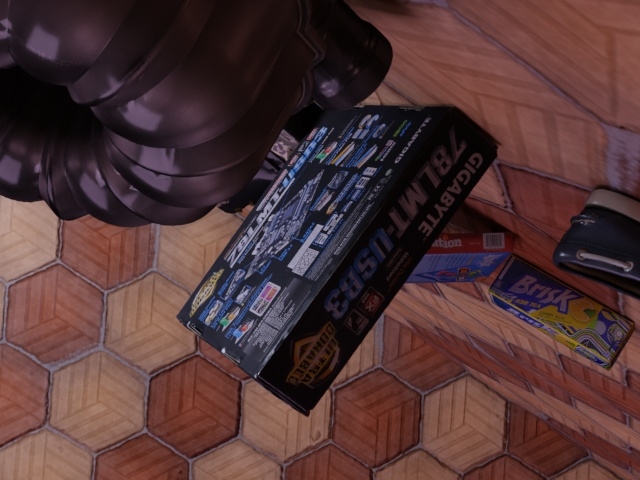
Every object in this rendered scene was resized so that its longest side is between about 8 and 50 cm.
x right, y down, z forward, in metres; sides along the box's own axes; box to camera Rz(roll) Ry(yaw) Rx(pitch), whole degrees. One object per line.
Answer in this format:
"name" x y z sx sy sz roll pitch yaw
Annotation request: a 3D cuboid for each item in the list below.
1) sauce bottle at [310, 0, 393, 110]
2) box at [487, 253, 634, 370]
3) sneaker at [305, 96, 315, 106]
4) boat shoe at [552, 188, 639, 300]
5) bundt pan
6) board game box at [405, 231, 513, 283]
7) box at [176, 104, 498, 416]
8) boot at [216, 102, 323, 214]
"sauce bottle" -0.081 -0.209 0.726 0.344 0.111 0.111 40 171 -35
"box" 0.289 0.087 1.318 0.169 0.059 0.054 31 171 22
"sneaker" -0.042 -0.173 0.931 0.094 0.081 0.208 29 -161 -45
"boat shoe" 0.306 0.049 0.861 0.255 0.079 0.095 32 173 18
"bundt pan" -0.170 -0.116 0.707 0.331 0.124 0.331 14 153 7
"board game box" 0.151 0.025 1.369 0.145 0.027 0.281 0 171 1
"box" 0.000 0.000 1.063 0.073 0.295 0.293 39 172 -20
"boot" -0.031 -0.069 1.300 0.179 0.085 0.236 -25 122 41
